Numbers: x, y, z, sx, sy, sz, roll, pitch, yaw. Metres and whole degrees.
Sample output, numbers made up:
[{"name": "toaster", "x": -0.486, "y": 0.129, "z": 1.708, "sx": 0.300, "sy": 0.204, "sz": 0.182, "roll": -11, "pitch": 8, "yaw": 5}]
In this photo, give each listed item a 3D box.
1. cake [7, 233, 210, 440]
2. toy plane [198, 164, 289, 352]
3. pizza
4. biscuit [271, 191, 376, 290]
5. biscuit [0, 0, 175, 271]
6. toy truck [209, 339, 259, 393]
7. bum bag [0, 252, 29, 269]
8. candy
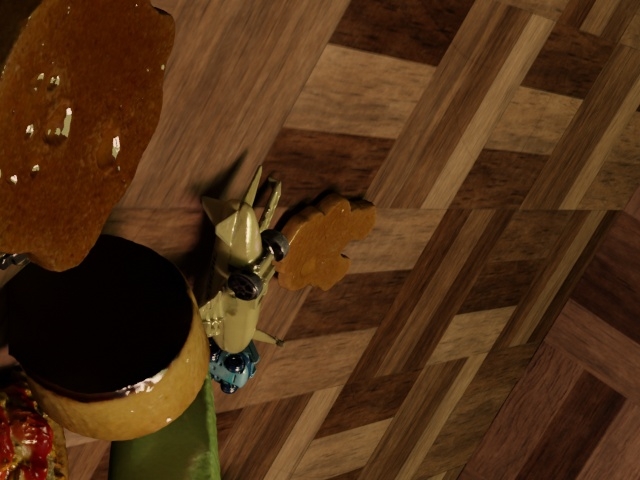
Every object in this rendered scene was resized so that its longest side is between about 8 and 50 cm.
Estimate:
[{"name": "cake", "x": -0.214, "y": 0.113, "z": 1.608, "sx": 0.178, "sy": 0.208, "sz": 0.185, "roll": 99, "pitch": 15, "yaw": -59}, {"name": "toy plane", "x": -0.096, "y": 0.042, "z": 1.837, "sx": 0.242, "sy": 0.104, "sz": 0.256, "roll": -60, "pitch": 153, "yaw": -44}, {"name": "pizza", "x": -0.323, "y": 0.193, "z": 1.567, "sx": 0.062, "sy": 0.188, "sz": 0.199, "roll": -36, "pitch": 143, "yaw": 26}, {"name": "biscuit", "x": -0.002, "y": 0.003, "z": 2.080, "sx": 0.236, "sy": 0.040, "sz": 0.144, "roll": 10, "pitch": 107, "yaw": -65}, {"name": "biscuit", "x": -0.220, "y": -0.115, "z": 1.346, "sx": 0.273, "sy": 0.049, "sz": 0.257, "roll": -65, "pitch": 156, "yaw": -4}, {"name": "toy truck", "x": -0.113, "y": 0.146, "z": 2.022, "sx": 0.090, "sy": 0.073, "sz": 0.056, "roll": -51, "pitch": 163, "yaw": -49}, {"name": "bum bag", "x": -0.300, "y": -0.017, "z": 1.385, "sx": 0.102, "sy": 0.069, "sz": 0.248, "roll": -57, "pitch": 160, "yaw": 18}, {"name": "candy", "x": -0.172, "y": 0.247, "z": 1.730, "sx": 0.132, "sy": 0.343, "sz": 0.142, "roll": -13, "pitch": 135, "yaw": 5}]
